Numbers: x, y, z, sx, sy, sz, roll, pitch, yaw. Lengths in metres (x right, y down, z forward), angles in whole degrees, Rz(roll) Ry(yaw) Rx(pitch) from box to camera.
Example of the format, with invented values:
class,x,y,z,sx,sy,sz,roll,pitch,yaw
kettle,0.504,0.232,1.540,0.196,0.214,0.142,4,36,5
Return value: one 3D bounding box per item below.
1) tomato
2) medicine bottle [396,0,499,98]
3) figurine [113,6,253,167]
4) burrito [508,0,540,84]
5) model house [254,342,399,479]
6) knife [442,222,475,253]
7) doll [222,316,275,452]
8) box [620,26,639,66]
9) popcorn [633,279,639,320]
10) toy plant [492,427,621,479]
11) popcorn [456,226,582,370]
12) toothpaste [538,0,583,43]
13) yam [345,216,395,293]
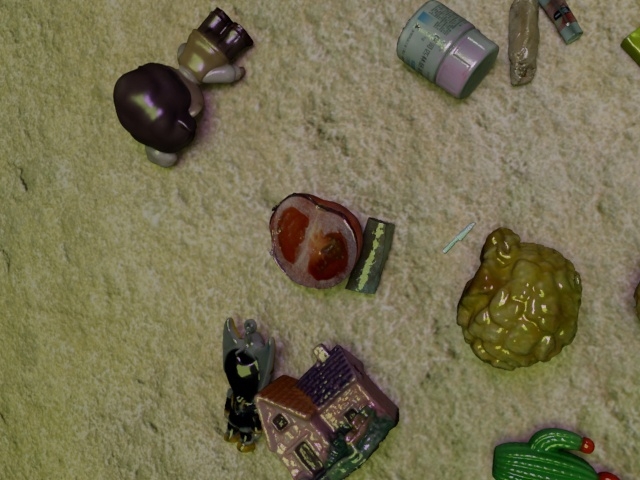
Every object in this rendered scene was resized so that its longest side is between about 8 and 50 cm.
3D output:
class,x,y,z,sx,sy,sz,roll,pitch,yaw
tomato,0.000,0.000,1.109,0.228,0.112,0.199,34,116,24
medicine bottle,0.253,-0.380,1.016,0.168,0.135,0.135,41,102,14
figurine,-0.330,-0.376,1.217,0.218,0.206,0.365,44,78,-8
burrito,0.405,-0.404,1.010,0.058,0.045,0.188,1,88,12
model house,0.000,0.359,1.058,0.237,0.202,0.237,-46,77,13
knife,0.291,-0.005,1.066,0.014,0.005,0.091,46,102,15
doll,-0.168,0.332,1.166,0.145,0.103,0.315,26,110,61
box,0.746,-0.399,0.894,0.335,0.047,0.187,-38,78,14
popcorn,0.654,0.110,0.849,0.221,0.183,0.204,14,132,24
toy plant,0.451,0.435,0.965,0.241,0.088,0.154,-19,83,17
popcorn,0.361,0.105,0.946,0.237,0.206,0.251,-37,66,30
toothpaste,0.451,-0.483,1.002,0.056,0.036,0.205,-28,77,18
yam,0.111,0.036,1.097,0.069,0.068,0.169,20,96,18
